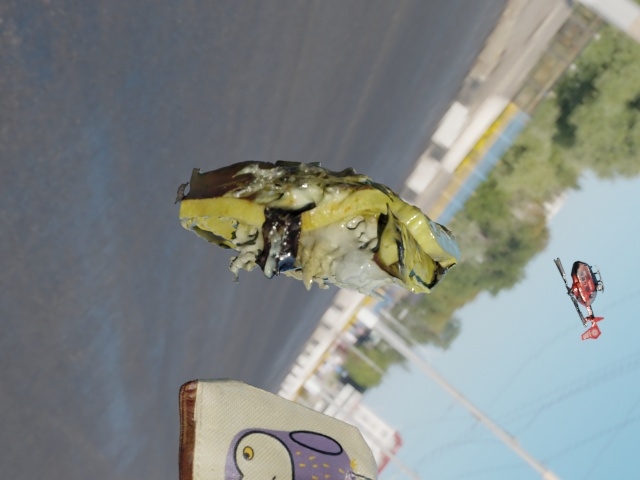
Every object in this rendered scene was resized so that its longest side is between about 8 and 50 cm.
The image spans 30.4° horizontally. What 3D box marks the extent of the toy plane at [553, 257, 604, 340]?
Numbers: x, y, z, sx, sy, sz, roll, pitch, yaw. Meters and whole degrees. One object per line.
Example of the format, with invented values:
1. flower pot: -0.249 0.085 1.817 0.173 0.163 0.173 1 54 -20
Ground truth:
1. toy plane: 0.428 0.090 1.906 0.060 0.145 0.037 -17 -179 -14

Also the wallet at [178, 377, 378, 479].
1. wallet: -0.053 0.320 1.285 0.068 0.275 0.335 -32 -131 49

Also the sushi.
1. sushi: 0.002 -0.007 1.126 0.139 0.291 0.131 28 72 -53
